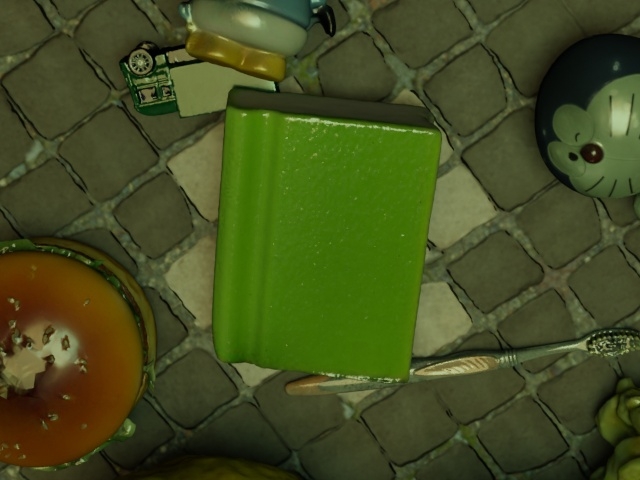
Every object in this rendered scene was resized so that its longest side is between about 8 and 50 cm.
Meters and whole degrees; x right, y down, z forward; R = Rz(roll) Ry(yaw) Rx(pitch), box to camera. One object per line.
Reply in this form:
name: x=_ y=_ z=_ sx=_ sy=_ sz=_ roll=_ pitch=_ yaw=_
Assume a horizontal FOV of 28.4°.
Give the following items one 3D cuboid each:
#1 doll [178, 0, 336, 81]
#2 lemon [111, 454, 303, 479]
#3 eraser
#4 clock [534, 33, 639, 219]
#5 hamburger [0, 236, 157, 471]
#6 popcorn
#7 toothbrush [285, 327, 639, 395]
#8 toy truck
doll: x=-0.038 y=-0.307 z=1.158 sx=0.177 sy=0.141 sz=0.314 roll=17 pitch=90 yaw=-19
lemon: x=-0.105 y=0.377 z=1.213 sx=0.350 sy=0.350 sz=0.387 roll=-32 pitch=104 yaw=8
eraser: x=0.000 y=0.000 z=1.232 sx=0.210 sy=0.092 sz=0.274 roll=6 pitch=113 yaw=-5
clock: x=0.323 y=-0.109 z=1.201 sx=0.243 sy=0.146 sz=0.199 roll=6 pitch=118 yaw=-5
hamburger: x=-0.281 y=0.120 z=1.251 sx=0.246 sy=0.170 sz=0.246 roll=0 pitch=99 yaw=1
popcorn: x=0.358 y=0.232 z=1.252 sx=0.167 sy=0.185 sz=0.187 roll=22 pitch=79 yaw=-3
toothbrush: x=0.148 y=0.129 z=1.313 sx=0.375 sy=0.037 sz=0.028 roll=-9 pitch=99 yaw=6
toy truck: x=-0.119 y=-0.165 z=1.238 sx=0.147 sy=0.065 sz=0.079 roll=-9 pitch=105 yaw=2
